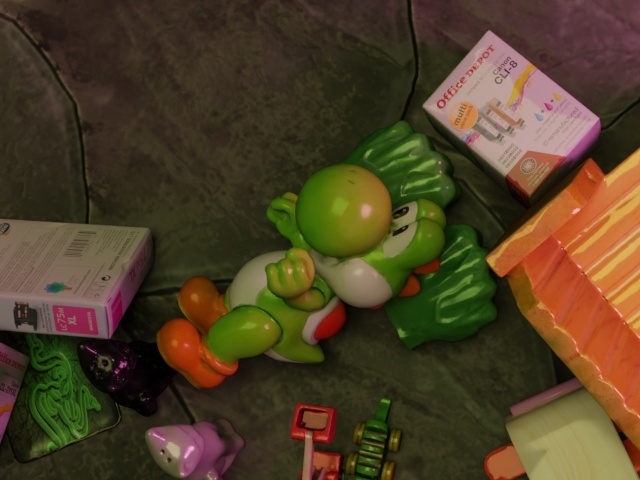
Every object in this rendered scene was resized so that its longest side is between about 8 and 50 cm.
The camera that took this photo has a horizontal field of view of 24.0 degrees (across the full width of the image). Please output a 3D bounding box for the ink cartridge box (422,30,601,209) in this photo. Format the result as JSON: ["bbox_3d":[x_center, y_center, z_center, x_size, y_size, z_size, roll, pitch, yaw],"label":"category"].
[{"bbox_3d":[0.232,-0.141,1.823,0.176,0.127,0.128,41,91,16],"label":"ink cartridge box"}]

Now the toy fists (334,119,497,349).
[{"bbox_3d":[0.125,-0.009,1.838,0.142,0.096,0.279,-28,75,21],"label":"toy fists"}]

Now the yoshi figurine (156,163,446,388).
[{"bbox_3d":[-0.033,0.021,1.761,0.362,0.203,0.203,-28,69,24],"label":"yoshi figurine"}]

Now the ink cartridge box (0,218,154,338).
[{"bbox_3d":[-0.383,0.041,1.888,0.311,0.186,0.065,6,121,10],"label":"ink cartridge box"}]

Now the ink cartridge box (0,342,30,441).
[{"bbox_3d":[-0.441,0.206,1.878,0.072,0.127,0.175,16,79,13],"label":"ink cartridge box"}]

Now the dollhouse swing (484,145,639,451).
[{"bbox_3d":[0.426,0.032,1.647,0.305,0.315,0.347,-40,89,20],"label":"dollhouse swing"}]

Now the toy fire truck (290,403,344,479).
[{"bbox_3d":[-0.008,0.294,1.787,0.047,0.135,0.192,6,81,12],"label":"toy fire truck"}]

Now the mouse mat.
[{"bbox_3d":[-0.352,0.176,1.943,0.153,0.007,0.189,-23,77,6],"label":"mouse mat"}]

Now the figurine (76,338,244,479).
[{"bbox_3d":[-0.195,0.207,1.801,0.092,0.209,0.215,-42,76,2],"label":"figurine"}]

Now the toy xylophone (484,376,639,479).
[{"bbox_3d":[0.297,0.324,1.750,0.236,0.081,0.322,-17,77,7],"label":"toy xylophone"}]

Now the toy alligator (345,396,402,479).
[{"bbox_3d":[0.057,0.282,1.820,0.056,0.051,0.189,12,82,13],"label":"toy alligator"}]
